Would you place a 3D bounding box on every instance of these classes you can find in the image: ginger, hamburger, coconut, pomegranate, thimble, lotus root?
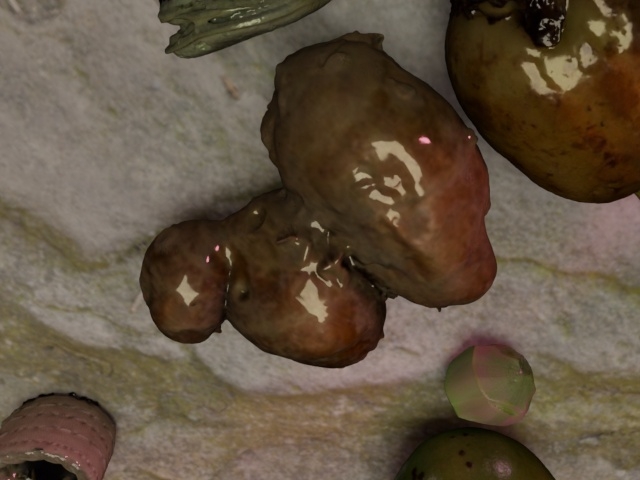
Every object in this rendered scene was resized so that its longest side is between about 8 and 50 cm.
[{"bbox_3d":[0.000,0.000,0.561,0.244,0.155,0.304,40,106,-17],"label":"ginger"},{"bbox_3d":[-0.056,-0.183,0.497,0.133,0.140,0.063,-2,117,37],"label":"hamburger"},{"bbox_3d":[0.173,0.141,0.665,0.081,0.082,0.083,-43,65,41],"label":"coconut"},{"bbox_3d":[0.152,0.293,0.649,0.181,0.224,0.182,3,117,6],"label":"pomegranate"},{"bbox_3d":[-0.275,0.220,0.687,0.115,0.090,0.102,19,114,-10],"label":"thimble"},{"bbox_3d":[0.201,-0.126,0.521,0.169,0.141,0.314,-38,117,17],"label":"lotus root"}]
